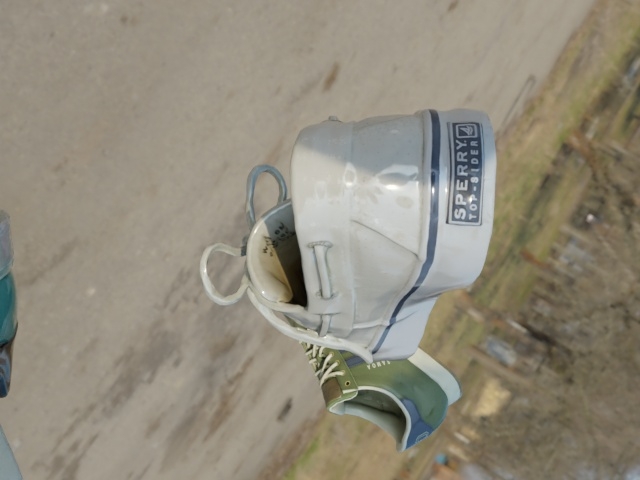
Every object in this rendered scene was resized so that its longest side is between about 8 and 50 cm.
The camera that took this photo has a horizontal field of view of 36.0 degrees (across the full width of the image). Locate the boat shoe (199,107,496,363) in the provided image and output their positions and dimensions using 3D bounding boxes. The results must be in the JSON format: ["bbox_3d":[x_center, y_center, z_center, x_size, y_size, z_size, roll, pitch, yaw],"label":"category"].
[{"bbox_3d":[0.000,0.008,0.657,0.367,0.157,0.135,109,-16,-78],"label":"boat shoe"}]

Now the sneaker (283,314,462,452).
[{"bbox_3d":[0.024,0.107,0.851,0.086,0.192,0.064,-50,169,-33],"label":"sneaker"}]

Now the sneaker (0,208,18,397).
[{"bbox_3d":[-0.241,0.083,0.431,0.302,0.108,0.121,-35,125,-56],"label":"sneaker"}]

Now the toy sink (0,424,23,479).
[{"bbox_3d":[-0.343,0.116,0.692,0.153,0.131,0.234,-36,109,-52],"label":"toy sink"}]
